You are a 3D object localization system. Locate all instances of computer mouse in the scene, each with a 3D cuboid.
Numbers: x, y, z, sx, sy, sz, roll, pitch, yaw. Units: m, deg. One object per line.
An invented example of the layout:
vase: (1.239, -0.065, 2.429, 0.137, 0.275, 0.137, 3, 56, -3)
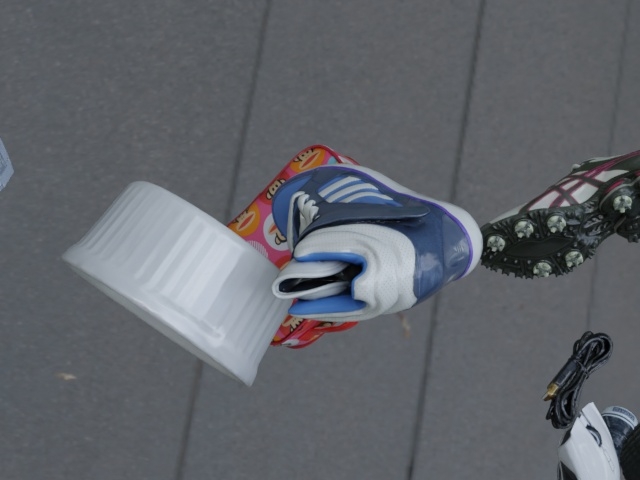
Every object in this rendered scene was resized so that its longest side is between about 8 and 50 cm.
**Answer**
computer mouse: (0.249, 0.188, 1.007, 0.106, 0.042, 0.193, -45, 130, -41)

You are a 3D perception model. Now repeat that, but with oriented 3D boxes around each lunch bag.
lunch bag: (-0.010, 0.025, 1.711, 0.258, 0.293, 0.120, 54, 16, 25)

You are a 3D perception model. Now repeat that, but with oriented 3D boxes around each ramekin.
ramekin: (-0.165, 0.048, 1.338, 0.277, 0.277, 0.135, 41, 77, -36)

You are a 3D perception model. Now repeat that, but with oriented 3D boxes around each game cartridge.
game cartridge: (-0.373, -0.102, 1.229, 0.056, 0.017, 0.083, -79, 153, -59)

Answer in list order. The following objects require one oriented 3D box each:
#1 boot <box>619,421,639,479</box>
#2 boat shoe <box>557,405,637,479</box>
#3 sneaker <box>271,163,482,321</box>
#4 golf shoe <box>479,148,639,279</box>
boot: (0.403, 0.290, 1.119, 0.083, 0.246, 0.161, -41, 108, 13)
boat shoe: (0.327, 0.283, 1.349, 0.083, 0.065, 0.183, -51, 164, -41)
sneaker: (0.000, 0.001, 1.263, 0.236, 0.322, 0.130, -18, 116, -44)
golf shoe: (0.325, -0.036, 1.398, 0.120, 0.272, 0.105, -84, 151, -54)
